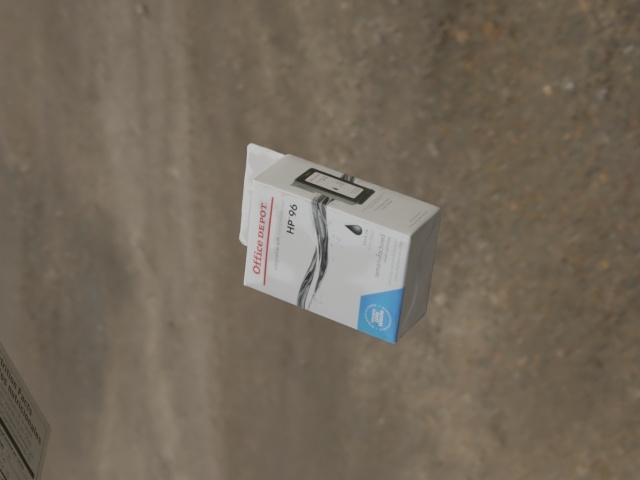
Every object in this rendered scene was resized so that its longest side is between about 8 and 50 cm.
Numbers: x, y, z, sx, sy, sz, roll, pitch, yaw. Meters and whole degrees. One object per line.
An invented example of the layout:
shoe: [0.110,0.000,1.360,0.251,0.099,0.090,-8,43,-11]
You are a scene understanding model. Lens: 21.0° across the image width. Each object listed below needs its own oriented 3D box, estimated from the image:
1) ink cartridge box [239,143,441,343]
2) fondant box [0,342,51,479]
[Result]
ink cartridge box: [0.000,0.000,0.648,0.083,0.028,0.048,20,123,22]
fondant box: [-0.294,0.209,0.956,0.330,0.238,0.096,-89,-22,-57]
